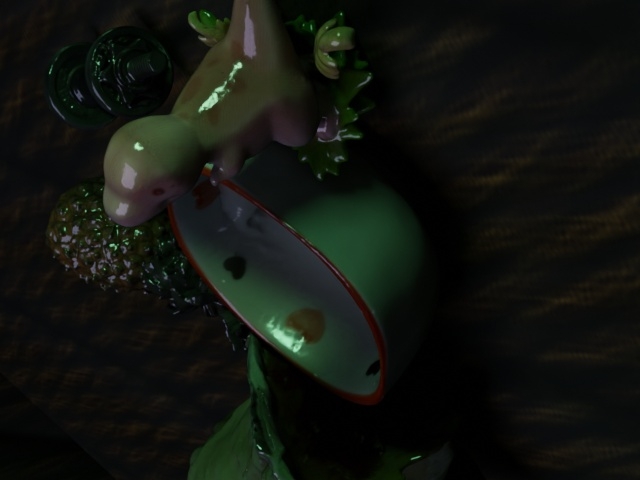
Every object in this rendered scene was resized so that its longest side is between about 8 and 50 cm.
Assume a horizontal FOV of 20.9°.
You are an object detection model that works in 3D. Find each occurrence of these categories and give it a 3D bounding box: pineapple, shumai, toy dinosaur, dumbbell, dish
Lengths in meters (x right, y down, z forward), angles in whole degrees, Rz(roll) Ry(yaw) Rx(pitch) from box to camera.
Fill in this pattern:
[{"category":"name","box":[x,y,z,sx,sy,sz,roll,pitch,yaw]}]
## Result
[{"category":"pineapple","box":[-0.152,0.029,1.730,0.251,0.125,0.125,32,156,17]},{"category":"shumai","box":[-0.025,0.195,1.539,0.288,0.292,0.330,47,173,-40]},{"category":"toy dinosaur","box":[-0.071,-0.108,1.196,0.152,0.177,0.194,45,116,24]},{"category":"dumbbell","box":[-0.187,-0.141,1.514,0.082,0.081,0.254,52,158,-15]},{"category":"dish","box":[0.000,0.000,1.369,0.256,0.117,0.256,39,158,19]}]
